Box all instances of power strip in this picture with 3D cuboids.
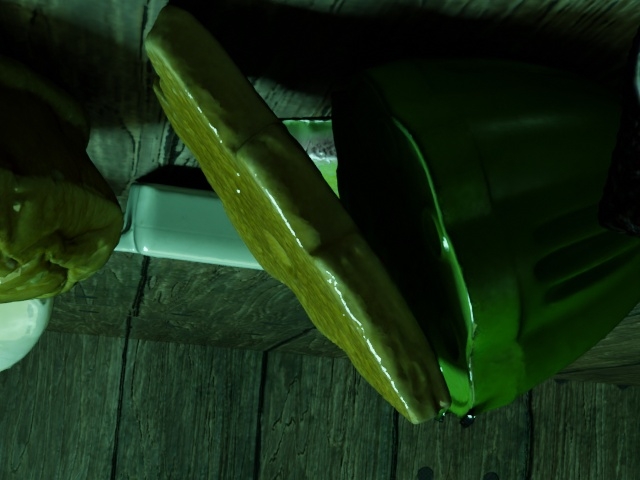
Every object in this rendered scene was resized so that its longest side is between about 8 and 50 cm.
[{"bbox_3d":[0.000,0.000,0.997,0.338,0.058,0.098,8,179,-15],"label":"power strip"}]

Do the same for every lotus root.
[{"bbox_3d":[0.112,-0.017,0.628,0.186,0.186,0.186,5,171,1],"label":"lotus root"}]

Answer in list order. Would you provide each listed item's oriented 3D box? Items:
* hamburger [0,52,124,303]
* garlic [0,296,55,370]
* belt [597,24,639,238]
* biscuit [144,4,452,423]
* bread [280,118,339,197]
[{"bbox_3d":[-0.224,-0.037,0.699,0.211,0.133,0.309,3,169,23],"label":"hamburger"},{"bbox_3d":[-0.351,0.044,1.011,0.281,0.185,0.203,-26,127,-2],"label":"garlic"},{"bbox_3d":[0.232,-0.024,0.444,0.289,0.164,0.184,10,178,-28],"label":"belt"},{"bbox_3d":[-0.008,-0.007,0.616,0.041,0.239,0.212,-35,150,-10],"label":"biscuit"},{"bbox_3d":[0.039,-0.040,0.845,0.228,0.034,0.228,6,172,1],"label":"bread"}]
